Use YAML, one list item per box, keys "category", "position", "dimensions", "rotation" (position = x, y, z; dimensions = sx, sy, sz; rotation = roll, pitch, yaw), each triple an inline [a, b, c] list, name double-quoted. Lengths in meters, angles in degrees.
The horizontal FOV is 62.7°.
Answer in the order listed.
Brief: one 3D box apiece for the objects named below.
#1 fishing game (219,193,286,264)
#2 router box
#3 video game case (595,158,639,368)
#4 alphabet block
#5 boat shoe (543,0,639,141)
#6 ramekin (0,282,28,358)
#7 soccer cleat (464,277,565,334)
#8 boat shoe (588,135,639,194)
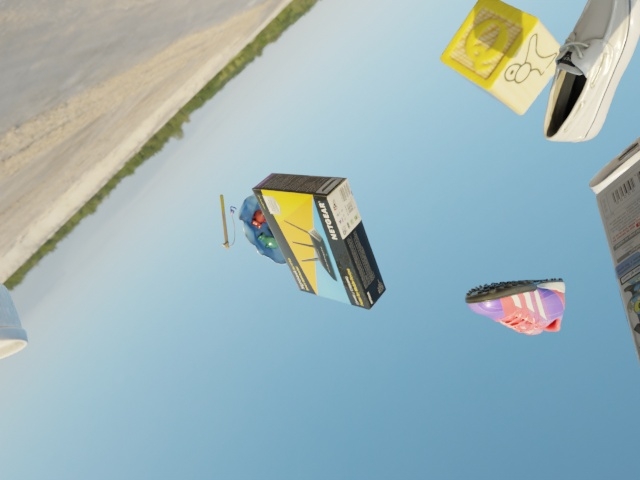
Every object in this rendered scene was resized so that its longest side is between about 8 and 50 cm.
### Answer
- category: "fishing game"
  position: [-0.080, -0.034, 1.092]
  dimensions: [0.041, 0.263, 0.189]
  rotation: [-50, -143, 42]
- category: "router box"
  position: [0.000, 0.000, 0.686]
  dimensions: [0.133, 0.179, 0.046]
  rotation: [10, -136, 42]
- category: "video game case"
  position: [0.401, -0.043, 0.457]
  dimensions: [0.329, 0.036, 0.300]
  rotation: [-53, -165, 44]
- category: "alphabet block"
  position: [0.461, -0.464, 1.327]
  dimensions: [0.193, 0.197, 0.192]
  rotation: [48, -67, 38]
- category: "boat shoe"
  position: [0.417, -0.284, 0.833]
  dimensions: [0.088, 0.268, 0.096]
  rotation: [-8, -142, -16]
- category: "ramekin"
  position: [-0.562, 0.131, 0.784]
  dimensions: [0.207, 0.109, 0.207]
  rotation: [-19, 169, -4]
- category: "soccer cleat"
  position: [0.405, 0.139, 1.060]
  dimensions: [0.108, 0.318, 0.117]
  rotation: [-10, -98, 46]
- category: "boat shoe"
  position: [0.669, -0.168, 1.046]
  dimensions: [0.258, 0.084, 0.095]
  rotation: [-47, -175, 42]
